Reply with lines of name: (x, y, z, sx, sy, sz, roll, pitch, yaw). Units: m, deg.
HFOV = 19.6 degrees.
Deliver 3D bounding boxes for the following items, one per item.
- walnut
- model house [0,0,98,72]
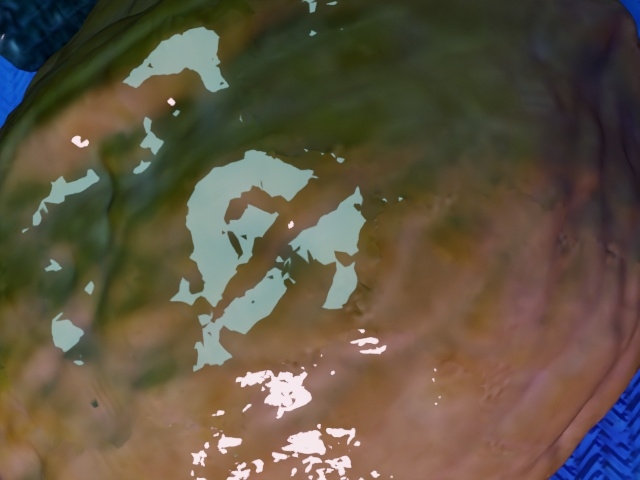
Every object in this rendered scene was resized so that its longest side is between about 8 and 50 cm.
walnut: (-0.002, -0.002, 0.830, 0.344, 0.306, 0.306, -36, 61, 19)
model house: (-0.092, -0.193, 0.935, 0.253, 0.291, 0.184, -30, 66, 31)
